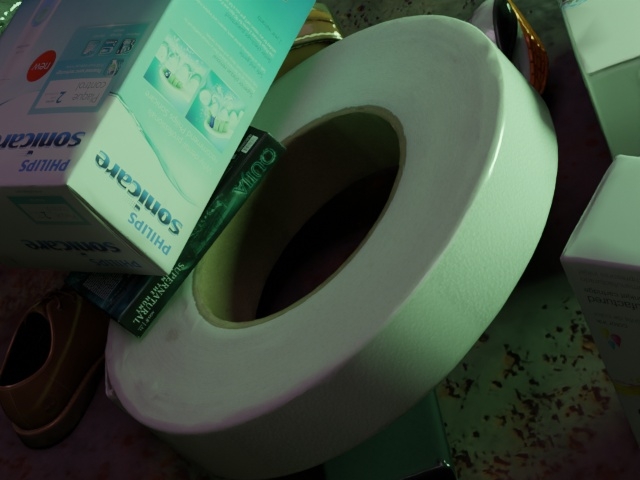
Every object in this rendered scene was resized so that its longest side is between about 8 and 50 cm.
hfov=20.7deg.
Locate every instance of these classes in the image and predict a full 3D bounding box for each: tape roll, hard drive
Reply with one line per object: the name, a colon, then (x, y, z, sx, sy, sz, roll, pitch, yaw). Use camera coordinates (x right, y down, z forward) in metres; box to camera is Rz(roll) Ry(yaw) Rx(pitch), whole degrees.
tape roll: (0.000, 0.000, 1.317, 0.392, 0.072, 0.392, -32, 34, 25)
hard drive: (0.041, 0.135, 1.274, 0.094, 0.022, 0.135, -20, 39, 8)

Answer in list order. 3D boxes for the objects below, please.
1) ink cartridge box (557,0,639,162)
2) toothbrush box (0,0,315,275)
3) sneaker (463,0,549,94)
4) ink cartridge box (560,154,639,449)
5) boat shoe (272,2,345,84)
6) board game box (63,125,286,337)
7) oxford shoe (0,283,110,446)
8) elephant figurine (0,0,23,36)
ink cartridge box: (0.280, -0.154, 1.342, 0.168, 0.171, 0.233, -18, 40, 10)
toothbrush box: (-0.161, -0.126, 1.402, 0.216, 0.126, 0.295, 3, 58, 46)
sneaker: (0.114, -0.078, 1.432, 0.121, 0.099, 0.262, -25, 36, 34)
ink cartridge box: (0.259, 0.058, 1.089, 0.154, 0.212, 0.093, 10, 55, 35)
boat shoe: (-0.117, -0.096, 1.558, 0.324, 0.122, 0.120, -25, 54, 10)
board game box: (-0.117, -0.018, 1.391, 0.186, 0.026, 0.126, -52, 30, -7)
oxford shoe: (-0.206, 0.065, 1.450, 0.076, 0.076, 0.212, -7, 41, 26)
elephant figurine: (-0.342, -0.146, 1.687, 0.169, 0.186, 0.239, 21, 51, 4)
